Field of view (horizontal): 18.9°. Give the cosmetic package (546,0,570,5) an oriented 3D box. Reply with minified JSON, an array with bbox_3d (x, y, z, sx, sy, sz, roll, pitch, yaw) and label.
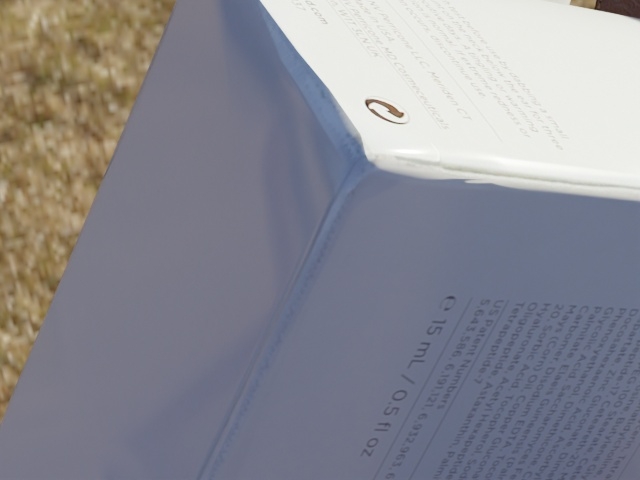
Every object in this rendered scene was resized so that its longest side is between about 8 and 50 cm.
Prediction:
[{"bbox_3d":[0.000,0.000,1.277,0.161,0.230,0.453,22,76,-19],"label":"cosmetic package"}]

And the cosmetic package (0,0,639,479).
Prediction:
[{"bbox_3d":[0.035,0.116,0.551,0.284,0.377,0.097,7,33,-33],"label":"cosmetic package"}]

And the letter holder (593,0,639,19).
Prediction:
[{"bbox_3d":[0.274,-0.075,1.094,0.152,0.301,0.214,-10,31,-38],"label":"letter holder"}]
